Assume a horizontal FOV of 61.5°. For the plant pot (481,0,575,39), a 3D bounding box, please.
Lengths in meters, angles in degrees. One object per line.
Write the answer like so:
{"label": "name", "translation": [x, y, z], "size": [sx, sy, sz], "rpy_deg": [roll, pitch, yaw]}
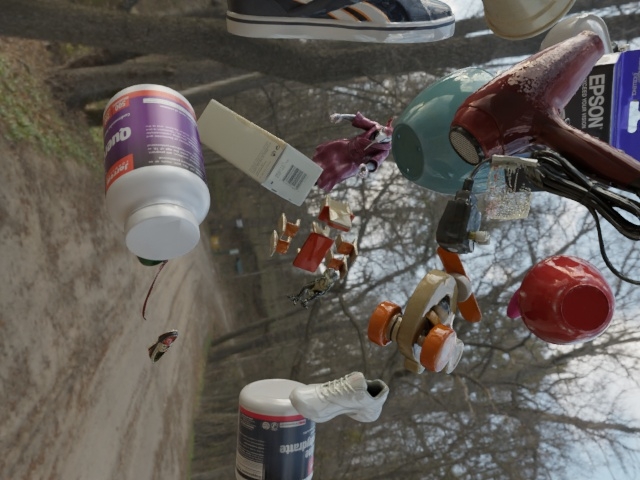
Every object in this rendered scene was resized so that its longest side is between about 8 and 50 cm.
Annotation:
{"label": "plant pot", "translation": [0.618, -0.869, 1.716], "size": [0.334, 0.305, 0.333], "rpy_deg": [-13, -110, 39]}

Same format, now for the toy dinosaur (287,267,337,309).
{"label": "toy dinosaur", "translation": [-0.026, 0.148, 1.562], "size": [0.064, 0.118, 0.268], "rpy_deg": [54, -24, 0]}

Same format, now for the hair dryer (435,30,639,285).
{"label": "hair dryer", "translation": [0.243, -0.094, 0.547], "size": [0.080, 0.224, 0.293], "rpy_deg": [67, 34, -63]}

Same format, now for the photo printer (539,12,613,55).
{"label": "photo printer", "translation": [0.704, -0.450, 1.467], "size": [0.256, 0.107, 0.307], "rpy_deg": [-73, 146, -83]}

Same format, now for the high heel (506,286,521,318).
{"label": "high heel", "translation": [0.663, 0.169, 1.619], "size": [0.082, 0.244, 0.117], "rpy_deg": [46, 21, -6]}

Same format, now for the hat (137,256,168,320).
{"label": "hat", "translation": [-0.435, 0.051, 1.393], "size": [0.208, 0.173, 0.183], "rpy_deg": [-38, 152, -60]}

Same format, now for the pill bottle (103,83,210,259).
{"label": "pill bottle", "translation": [-0.308, -0.129, 1.007], "size": [0.181, 0.181, 0.323], "rpy_deg": [97, -20, -53]}

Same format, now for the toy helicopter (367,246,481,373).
{"label": "toy helicopter", "translation": [0.241, 0.167, 1.079], "size": [0.140, 0.235, 0.355], "rpy_deg": [21, -20, 32]}

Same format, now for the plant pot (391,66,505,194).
{"label": "plant pot", "translation": [0.278, -0.223, 1.216], "size": [0.290, 0.195, 0.290], "rpy_deg": [55, -24, 39]}

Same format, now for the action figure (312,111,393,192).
{"label": "action figure", "translation": [0.140, -0.288, 1.802], "size": [0.370, 0.276, 0.248], "rpy_deg": [-22, -107, 41]}

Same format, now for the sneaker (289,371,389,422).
{"label": "sneaker", "translation": [0.045, 0.326, 1.166], "size": [0.115, 0.232, 0.090], "rpy_deg": [-65, -147, 28]}

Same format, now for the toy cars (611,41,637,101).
{"label": "toy cars", "translation": [0.907, -0.476, 1.592], "size": [0.176, 0.394, 0.087], "rpy_deg": [115, -9, -66]}

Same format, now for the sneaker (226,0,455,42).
{"label": "sneaker", "translation": [0.035, -0.338, 0.722], "size": [0.126, 0.321, 0.127], "rpy_deg": [-109, -160, -59]}

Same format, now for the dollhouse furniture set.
{"label": "dollhouse furniture set", "translation": [0.000, 0.000, 1.665], "size": [0.135, 0.262, 0.259], "rpy_deg": [-93, -153, -51]}

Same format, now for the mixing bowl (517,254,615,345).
{"label": "mixing bowl", "translation": [0.480, 0.121, 1.018], "size": [0.098, 0.181, 0.181], "rpy_deg": [-40, 121, -85]}

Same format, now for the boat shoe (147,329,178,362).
{"label": "boat shoe", "translation": [-0.427, 0.287, 1.465], "size": [0.137, 0.049, 0.043], "rpy_deg": [-40, -123, 32]}

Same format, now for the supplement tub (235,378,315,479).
{"label": "supplement tub", "translation": [-0.109, 0.494, 1.309], "size": [0.191, 0.191, 0.272], "rpy_deg": [-165, -102, -76]}

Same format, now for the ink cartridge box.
{"label": "ink cartridge box", "translation": [0.371, -0.164, 0.782], "size": [0.045, 0.208, 0.206], "rpy_deg": [-69, 147, -44]}

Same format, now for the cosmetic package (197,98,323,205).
{"label": "cosmetic package", "translation": [-0.160, -0.217, 1.316], "size": [0.309, 0.113, 0.160], "rpy_deg": [37, 6, 35]}
